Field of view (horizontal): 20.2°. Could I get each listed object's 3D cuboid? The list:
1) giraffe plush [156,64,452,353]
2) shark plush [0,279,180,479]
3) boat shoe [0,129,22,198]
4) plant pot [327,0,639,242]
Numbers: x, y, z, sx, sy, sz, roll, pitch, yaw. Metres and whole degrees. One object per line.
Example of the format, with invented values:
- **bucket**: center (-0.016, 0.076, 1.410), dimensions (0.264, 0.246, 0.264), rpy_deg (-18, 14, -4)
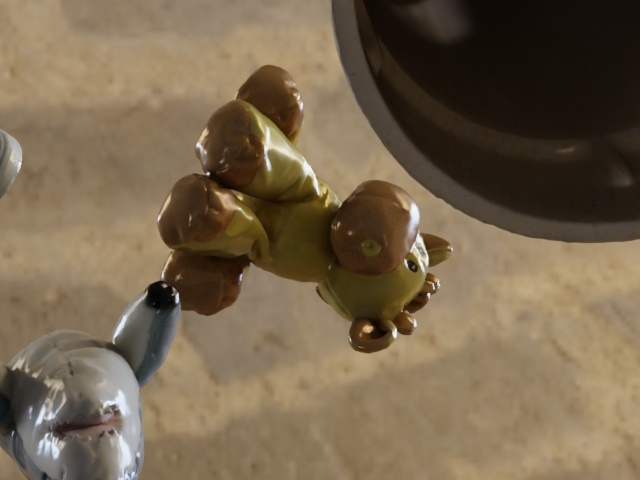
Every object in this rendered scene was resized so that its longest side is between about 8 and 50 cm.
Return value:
- **giraffe plush**: center (0.000, 0.000, 1.284), dimensions (0.170, 0.210, 0.181), rpy_deg (24, -107, 16)
- **shark plush**: center (-0.084, 0.074, 0.568), dimensions (0.073, 0.067, 0.161), rpy_deg (-11, 159, -25)
- **boat shoe**: center (-0.330, -0.079, 1.489), dimensions (0.081, 0.079, 0.227), rpy_deg (35, 170, -38)
- **plant pot**: center (0.125, -0.214, 1.003), dimensions (0.334, 0.334, 0.305), rpy_deg (-6, -151, -15)
